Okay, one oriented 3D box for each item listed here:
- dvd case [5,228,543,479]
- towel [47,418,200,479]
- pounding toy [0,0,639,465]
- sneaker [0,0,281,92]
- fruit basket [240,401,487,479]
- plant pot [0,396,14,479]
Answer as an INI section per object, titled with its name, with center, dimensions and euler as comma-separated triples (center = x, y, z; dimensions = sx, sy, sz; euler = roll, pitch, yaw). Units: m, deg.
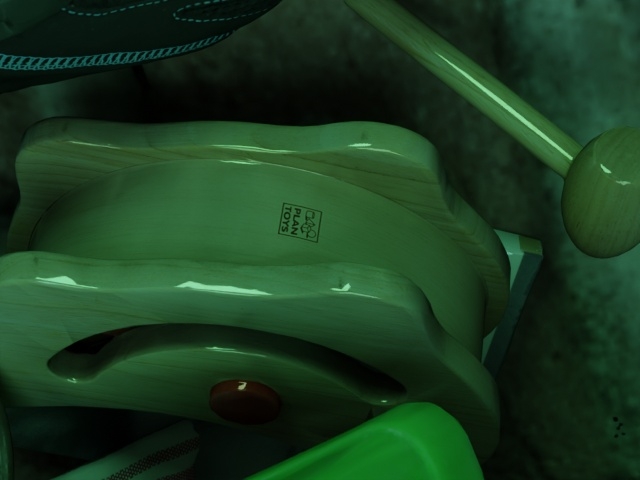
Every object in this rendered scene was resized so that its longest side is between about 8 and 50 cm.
[dvd case]
center = -0.029, 0.047, 0.736
dimensions = 0.221, 0.018, 0.164
euler = 13, 119, -7
[towel]
center = -0.108, 0.186, 0.747
dimensions = 0.144, 0.029, 0.197
euler = -25, 129, -33
[pounding toy]
center = 0.000, 0.000, 0.661
dimensions = 0.270, 0.154, 0.154
euler = 2, 146, 10
[sneaker]
center = -0.018, -0.148, 0.580
dimensions = 0.341, 0.139, 0.125
euler = -19, 76, -4
[fruit basket]
center = 0.019, 0.178, 0.630
dimensions = 0.327, 0.165, 0.353
euler = -28, 159, 27
[plant pot]
center = -0.244, 0.092, 0.623
dimensions = 0.230, 0.215, 0.215
euler = -5, 121, 20
